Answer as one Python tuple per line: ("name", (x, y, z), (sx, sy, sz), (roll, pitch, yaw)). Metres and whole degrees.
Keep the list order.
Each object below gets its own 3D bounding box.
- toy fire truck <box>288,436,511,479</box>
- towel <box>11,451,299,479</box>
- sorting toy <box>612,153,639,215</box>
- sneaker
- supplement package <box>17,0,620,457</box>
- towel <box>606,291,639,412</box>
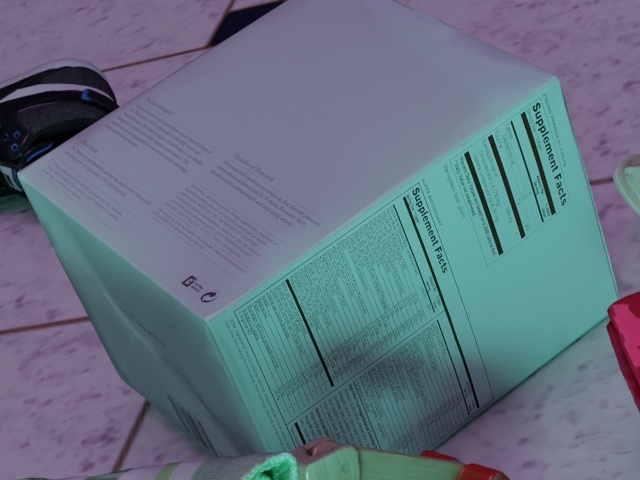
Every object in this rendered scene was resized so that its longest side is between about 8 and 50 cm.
("toy fire truck", (-0.002, 0.130, 0.748), (0.047, 0.192, 0.135), (12, 74, 48))
("towel", (-0.137, 0.190, 0.659), (0.325, 0.038, 0.247), (-17, 45, 61))
("sorting toy", (0.206, -0.036, 0.964), (0.083, 0.045, 0.075), (-2, 29, 35))
("sneaker", (-0.236, -0.053, 1.270), (0.217, 0.079, 0.121), (-26, 28, -6))
("supplement package", (0.000, 0.000, 0.929), (0.203, 0.149, 0.194), (-35, 38, -18))
("towel", (0.263, 0.044, 0.730), (0.275, 0.031, 0.199), (-24, 46, 11))
